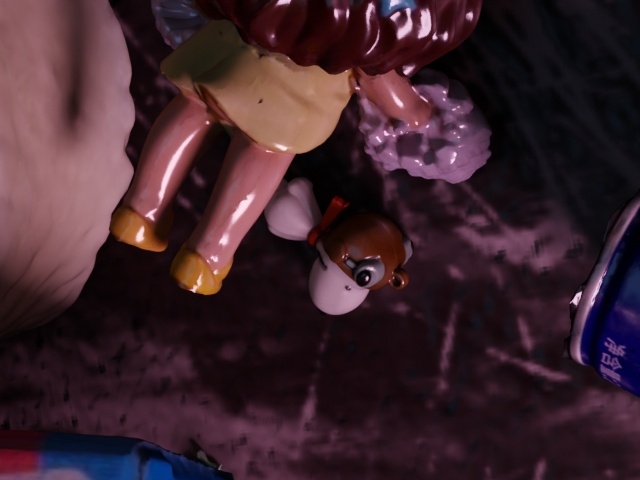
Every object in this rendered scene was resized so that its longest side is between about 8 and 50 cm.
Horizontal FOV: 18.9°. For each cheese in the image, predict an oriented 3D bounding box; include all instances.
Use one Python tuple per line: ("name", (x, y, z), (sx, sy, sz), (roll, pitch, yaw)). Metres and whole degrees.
("cheese", (-0.268, -0.062, 0.902), (0.332, 0.153, 0.292), (-8, 102, 27))

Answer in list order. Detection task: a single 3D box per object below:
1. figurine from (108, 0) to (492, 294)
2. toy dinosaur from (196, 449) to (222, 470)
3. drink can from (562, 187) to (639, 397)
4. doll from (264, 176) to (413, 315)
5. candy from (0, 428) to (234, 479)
("figurine", (-0.009, -0.096, 0.791), (0.175, 0.116, 0.240), (32, 113, 21))
("toy dinosaur", (-0.045, 0.140, 0.910), (0.062, 0.021, 0.083), (-19, 86, 37))
("drink can", (0.214, 0.057, 0.711), (0.235, 0.097, 0.097), (29, 112, 21))
("doll", (0.001, -0.006, 0.849), (0.058, 0.040, 0.085), (-39, 81, 39))
("candy", (-0.199, 0.132, 0.825), (0.306, 0.157, 0.100), (1, 77, 12))
